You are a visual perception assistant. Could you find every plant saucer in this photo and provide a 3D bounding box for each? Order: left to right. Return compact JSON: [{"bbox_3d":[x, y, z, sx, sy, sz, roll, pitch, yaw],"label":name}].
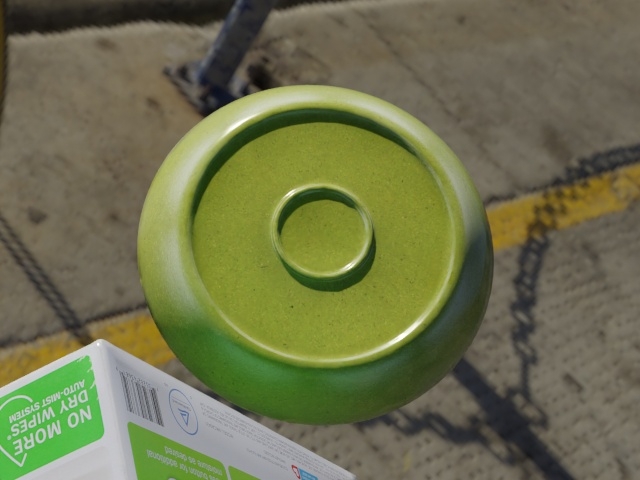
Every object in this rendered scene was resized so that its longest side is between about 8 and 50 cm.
[{"bbox_3d":[0.000,0.000,0.944,0.240,0.037,0.241,2,71,-6],"label":"plant saucer"}]

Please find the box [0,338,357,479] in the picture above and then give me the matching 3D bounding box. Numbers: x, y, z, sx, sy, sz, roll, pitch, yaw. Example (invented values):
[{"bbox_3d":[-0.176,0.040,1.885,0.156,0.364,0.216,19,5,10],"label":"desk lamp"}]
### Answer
[{"bbox_3d":[-0.055,0.205,0.674,0.262,0.126,0.231,39,30,-55],"label":"box"}]
